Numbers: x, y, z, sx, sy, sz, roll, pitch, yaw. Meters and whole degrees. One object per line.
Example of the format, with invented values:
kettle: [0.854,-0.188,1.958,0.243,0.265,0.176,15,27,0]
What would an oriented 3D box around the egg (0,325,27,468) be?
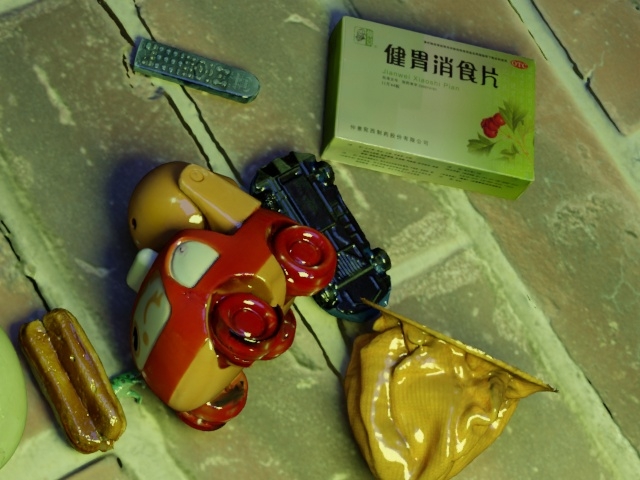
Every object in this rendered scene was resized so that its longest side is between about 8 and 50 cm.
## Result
egg: [-0.399,0.134,1.693,0.186,0.186,0.253,-37,84,-29]

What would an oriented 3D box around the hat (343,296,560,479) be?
hat: [0.111,0.217,1.877,0.233,0.244,0.233,25,88,25]

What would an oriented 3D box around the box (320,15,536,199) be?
box: [0.135,-0.162,2.089,0.260,0.062,0.175,11,63,-13]

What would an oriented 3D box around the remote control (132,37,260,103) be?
remote control: [-0.147,-0.198,2.028,0.152,0.027,0.043,18,68,-9]

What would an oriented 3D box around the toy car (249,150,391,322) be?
toy car: [0.000,0.000,1.967,0.103,0.063,0.216,-29,84,-27]

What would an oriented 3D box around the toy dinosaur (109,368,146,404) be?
toy dinosaur: [-0.219,0.153,1.845,0.062,0.021,0.083,16,63,3]

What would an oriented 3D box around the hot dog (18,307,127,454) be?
hot dog: [-0.261,0.150,1.808,0.071,0.045,0.165,-29,77,-4]

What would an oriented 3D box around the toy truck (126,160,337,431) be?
toy truck: [-0.131,0.043,1.831,0.239,0.189,0.265,34,47,4]
